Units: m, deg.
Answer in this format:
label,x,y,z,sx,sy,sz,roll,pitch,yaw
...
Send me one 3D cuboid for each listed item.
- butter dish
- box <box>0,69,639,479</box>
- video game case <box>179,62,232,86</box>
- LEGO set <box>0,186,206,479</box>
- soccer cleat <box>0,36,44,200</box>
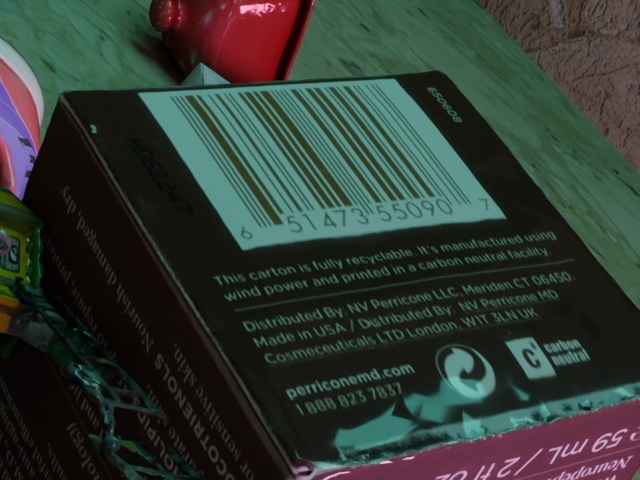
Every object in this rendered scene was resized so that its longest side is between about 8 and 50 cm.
label,x,y,z,sx,sy,sz,roll,pitch,yaw
butter dish,-0.094,-0.197,1.503,0.118,0.160,0.160,-2,40,-33
box,-0.014,0.069,0.605,0.168,0.203,0.167,-8,49,-36
video game case,0.000,0.000,1.309,0.269,0.061,0.244,35,17,-19
LEGO set,-0.147,0.102,0.431,0.192,0.255,0.331,22,22,-47
soccer cleat,-0.285,-0.118,0.926,0.318,0.108,0.116,34,22,-28
